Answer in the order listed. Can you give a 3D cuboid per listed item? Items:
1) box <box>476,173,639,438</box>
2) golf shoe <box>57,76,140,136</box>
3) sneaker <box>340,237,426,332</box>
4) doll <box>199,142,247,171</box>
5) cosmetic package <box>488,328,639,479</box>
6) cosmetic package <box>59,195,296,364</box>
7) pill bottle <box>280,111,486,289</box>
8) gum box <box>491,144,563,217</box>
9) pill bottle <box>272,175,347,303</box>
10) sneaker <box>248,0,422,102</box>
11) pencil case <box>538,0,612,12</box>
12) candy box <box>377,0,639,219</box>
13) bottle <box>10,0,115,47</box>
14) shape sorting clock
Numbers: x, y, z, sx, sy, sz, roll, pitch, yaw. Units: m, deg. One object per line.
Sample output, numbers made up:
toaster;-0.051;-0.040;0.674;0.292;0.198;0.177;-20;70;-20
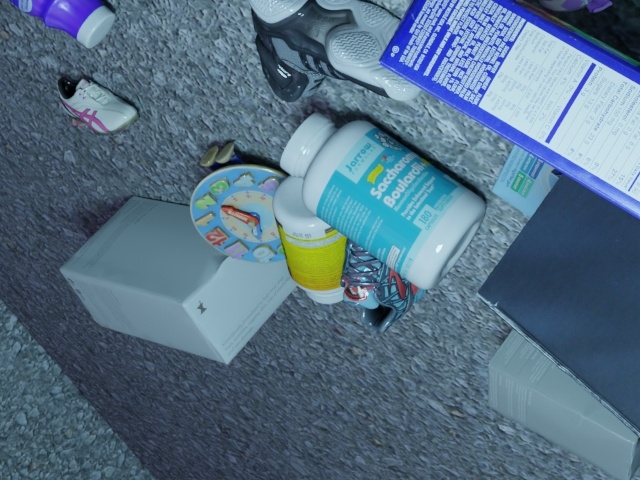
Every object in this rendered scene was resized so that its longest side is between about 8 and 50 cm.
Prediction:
box;0.373;0.098;1.394;0.296;0.183;0.294;22;-165;-49
golf shoe;-0.376;-0.225;2.244;0.186;0.067;0.086;15;142;42
sneaker;0.083;0.042;1.957;0.104;0.125;0.262;22;152;33
doll;-0.111;-0.074;2.142;0.129;0.046;0.189;-7;133;45
cosmetic package;0.360;0.228;1.914;0.238;0.107;0.127;26;150;22
cosmetic package;-0.249;0.060;2.351;0.385;0.217;0.156;14;143;46
pill bottle;0.077;-0.062;1.794;0.264;0.146;0.146;35;153;12
gum box;0.307;-0.057;1.611;0.184;0.041;0.157;35;153;10
pill bottle;0.000;0.000;2.025;0.117;0.117;0.215;26;150;28
sneaker;0.018;-0.225;1.668;0.268;0.101;0.153;37;148;22
pencil case;0.220;-0.311;1.283;0.206;0.086;0.088;59;-175;-34
candy box;0.247;-0.137;1.311;0.317;0.122;0.268;33;-166;14
bottle;-0.436;-0.401;2.024;0.283;0.092;0.118;40;153;3
shape sorting clock;-0.103;-0.037;2.109;0.206;0.040;0.206;8;137;7
